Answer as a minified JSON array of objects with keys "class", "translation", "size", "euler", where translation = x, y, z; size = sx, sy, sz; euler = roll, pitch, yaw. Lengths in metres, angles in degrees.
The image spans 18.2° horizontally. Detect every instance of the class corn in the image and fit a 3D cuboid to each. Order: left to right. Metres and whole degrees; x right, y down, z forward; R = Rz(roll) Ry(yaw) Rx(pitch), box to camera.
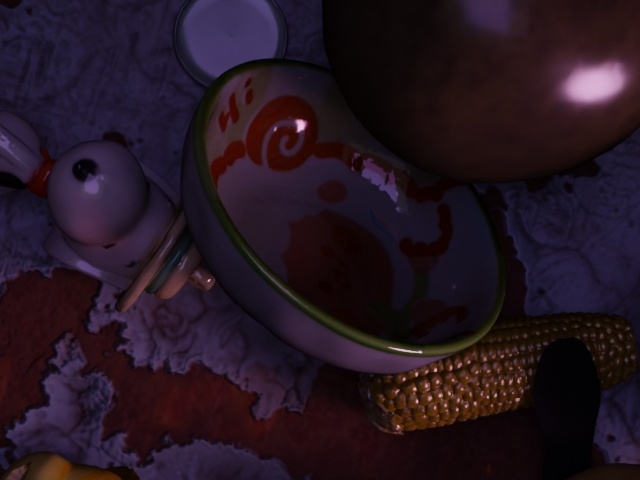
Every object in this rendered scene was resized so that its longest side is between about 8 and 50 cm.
[{"class":"corn","translation":[0.160,0.115,1.819],"size":[0.260,0.091,0.091],"euler":[-9,82,-8]}]

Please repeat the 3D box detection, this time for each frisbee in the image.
[{"class":"frisbee","translation":[-0.085,-0.193,1.886],"size":[0.110,0.014,0.110],"euler":[0,83,-3]}]

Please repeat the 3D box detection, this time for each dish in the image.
[{"class":"dish","translation":[0.000,0.000,1.767],"size":[0.324,0.324,0.124],"euler":[44,127,4]}]

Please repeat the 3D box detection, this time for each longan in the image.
[{"class":"longan","translation":[0.157,-0.196,1.752],"size":[0.318,0.319,0.319],"euler":[0,83,-2]}]

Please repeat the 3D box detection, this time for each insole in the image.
[{"class":"insole","translation":[0.223,0.169,1.805],"size":[0.064,0.004,0.188],"euler":[-7,117,-8]}]

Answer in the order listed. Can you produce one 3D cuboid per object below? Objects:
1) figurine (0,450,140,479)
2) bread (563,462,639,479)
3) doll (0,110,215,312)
[{"class":"figurine","translation":[-0.273,0.266,1.769],"size":[0.246,0.131,0.156],"euler":[-19,118,-6]},{"class":"bread","translation":[0.276,0.310,1.789],"size":[0.147,0.098,0.217],"euler":[-14,91,-7]},{"class":"doll","translation":[-0.228,-0.052,1.810],"size":[0.271,0.208,0.144],"euler":[22,69,37]}]
